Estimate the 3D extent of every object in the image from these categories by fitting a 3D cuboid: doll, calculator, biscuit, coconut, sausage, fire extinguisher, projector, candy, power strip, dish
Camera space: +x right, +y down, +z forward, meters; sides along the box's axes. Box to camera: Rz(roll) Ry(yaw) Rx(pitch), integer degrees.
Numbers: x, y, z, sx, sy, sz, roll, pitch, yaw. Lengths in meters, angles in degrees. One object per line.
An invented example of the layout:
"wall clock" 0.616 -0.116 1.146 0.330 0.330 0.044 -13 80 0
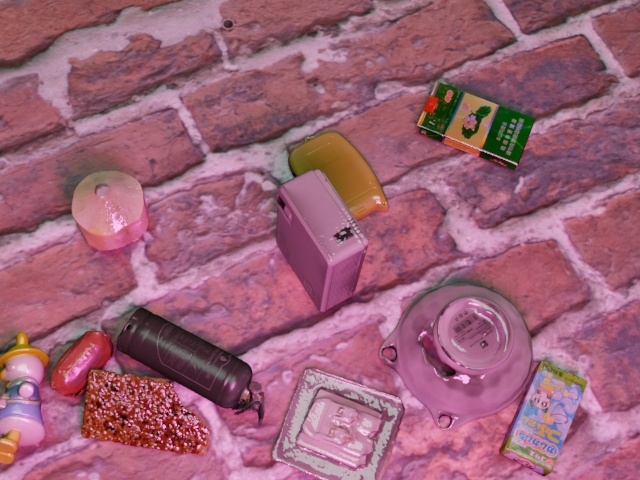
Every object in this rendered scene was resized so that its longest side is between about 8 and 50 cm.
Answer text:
"doll" -0.540 0.278 1.560 0.099 0.135 0.241 -14 51 1
"calculator" 0.032 -0.134 1.830 0.157 0.033 0.236 -30 69 -14
"biscuit" -0.315 0.314 1.583 0.237 0.026 0.131 8 94 1
"coconut" -0.414 -0.062 1.707 0.147 0.152 0.147 2 64 -4
"sausage" -0.444 0.229 1.617 0.076 0.076 0.141 32 69 11
"fire extinguisher" -0.228 0.237 1.610 0.311 0.095 0.114 26 33 7
"projector" 0.000 0.000 1.645 0.099 0.256 0.192 -29 70 -16
"candy" 0.419 0.332 1.627 0.097 0.062 0.194 26 68 8
"power strip" 0.036 0.346 1.597 0.213 0.064 0.198 18 64 6
"dish" 0.278 0.195 1.649 0.303 0.120 0.303 2 65 -4

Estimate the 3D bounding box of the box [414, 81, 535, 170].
"box" 0.338 -0.252 1.899 0.235 0.034 0.132 23 67 7
